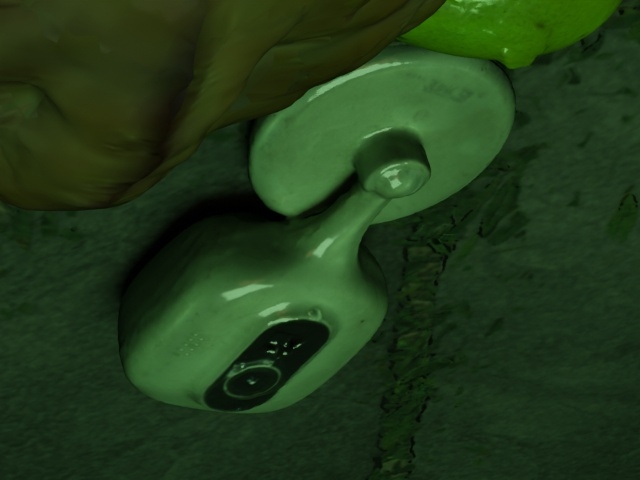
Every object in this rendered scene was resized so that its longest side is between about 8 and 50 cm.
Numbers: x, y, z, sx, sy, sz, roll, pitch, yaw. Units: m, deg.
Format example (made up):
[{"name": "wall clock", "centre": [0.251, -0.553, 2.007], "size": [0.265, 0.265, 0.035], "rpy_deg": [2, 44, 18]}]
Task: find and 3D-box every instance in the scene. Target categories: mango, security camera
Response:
[{"name": "mango", "centre": [0.062, -0.134, 0.829], "size": [0.178, 0.100, 0.119], "rpy_deg": [7, 144, -18]}, {"name": "security camera", "centre": [0.000, 0.000, 1.028], "size": [0.157, 0.080, 0.301], "rpy_deg": [12, 135, -35]}]

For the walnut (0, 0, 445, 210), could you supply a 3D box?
[{"name": "walnut", "centre": [-0.085, -0.160, 0.543], "size": [0.306, 0.306, 0.344], "rpy_deg": [3, 156, -26]}]
